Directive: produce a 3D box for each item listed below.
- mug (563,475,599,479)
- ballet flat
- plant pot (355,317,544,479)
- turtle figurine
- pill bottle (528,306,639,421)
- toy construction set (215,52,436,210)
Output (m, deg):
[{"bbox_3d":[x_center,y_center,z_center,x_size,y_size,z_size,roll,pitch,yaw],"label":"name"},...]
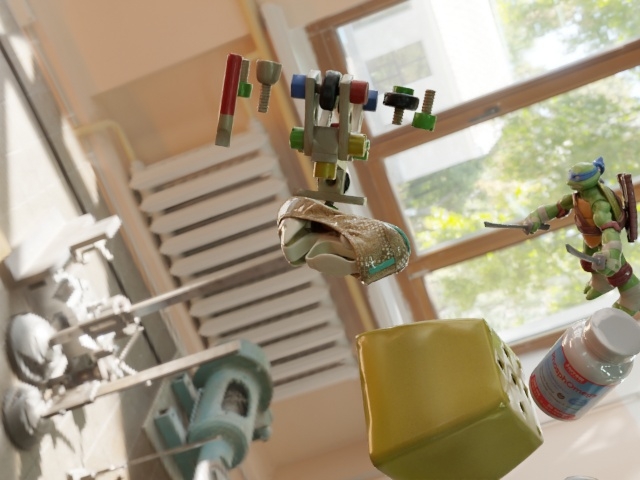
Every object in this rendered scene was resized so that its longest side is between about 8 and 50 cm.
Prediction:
[{"bbox_3d":[0.273,0.275,0.725,0.062,0.078,0.064,3,83,-47],"label":"mug"},{"bbox_3d":[0.000,0.000,0.733,0.206,0.067,0.073,12,-52,53],"label":"ballet flat"},{"bbox_3d":[0.192,0.230,1.029,0.212,0.187,0.212,44,28,-38],"label":"plant pot"},{"bbox_3d":[0.432,0.021,1.229,0.275,0.197,0.266,-49,118,-32],"label":"turtle figurine"},{"bbox_3d":[0.328,0.153,0.890,0.160,0.087,0.087,106,-23,-50],"label":"pill bottle"},{"bbox_3d":[-0.018,-0.150,1.149,0.257,0.308,0.238,-143,-117,-70],"label":"toy construction set"}]
